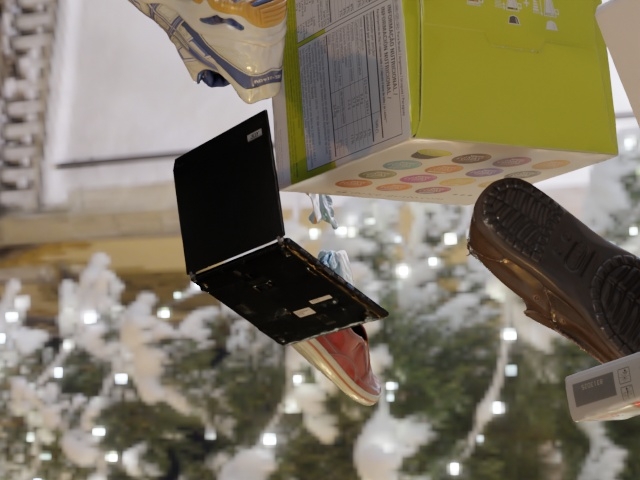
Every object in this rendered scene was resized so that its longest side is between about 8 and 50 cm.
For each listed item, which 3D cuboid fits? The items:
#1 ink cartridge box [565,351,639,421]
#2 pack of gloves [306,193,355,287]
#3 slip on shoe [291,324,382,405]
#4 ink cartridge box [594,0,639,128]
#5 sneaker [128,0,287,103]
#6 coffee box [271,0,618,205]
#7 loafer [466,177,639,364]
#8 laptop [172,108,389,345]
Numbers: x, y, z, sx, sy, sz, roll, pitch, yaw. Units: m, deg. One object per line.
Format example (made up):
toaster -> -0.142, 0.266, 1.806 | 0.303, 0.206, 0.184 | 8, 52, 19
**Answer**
ink cartridge box -> 0.308, 0.113, 1.091 | 0.179, 0.145, 0.045 | 8, -113, -35
pack of gloves -> 0.000, 0.000, 2.289 | 0.232, 0.046, 0.195 | 15, -119, -79
slip on shoe -> 0.036, 0.170, 2.119 | 0.101, 0.123, 0.331 | -50, -31, -7
ink cartridge box -> 0.336, -0.152, 0.791 | 0.207, 0.283, 0.117 | -18, -95, -34
sneaker -> -0.144, -0.240, 1.549 | 0.112, 0.296, 0.131 | -17, -59, -28
coffee box -> 0.154, -0.249, 1.836 | 0.338, 0.334, 0.338 | 2, -101, -32
loafer -> 0.338, 0.064, 1.778 | 0.134, 0.366, 0.130 | -46, -1, -26
laptop -> -0.057, -0.005, 1.724 | 0.264, 0.234, 0.136 | 37, -121, -22
